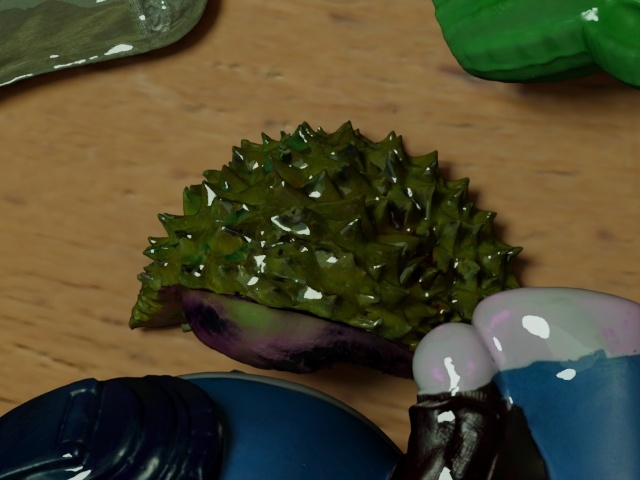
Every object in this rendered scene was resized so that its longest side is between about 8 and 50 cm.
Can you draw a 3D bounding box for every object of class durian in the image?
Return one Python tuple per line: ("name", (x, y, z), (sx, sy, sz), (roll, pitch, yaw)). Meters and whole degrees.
("durian", (-0.001, 0.001, 0.811), (0.187, 0.108, 0.119), (12, 88, 15))

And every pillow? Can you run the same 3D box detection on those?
("pillow", (-0.165, -0.128, 0.901), (0.218, 0.033, 0.130), (-19, 82, 11))

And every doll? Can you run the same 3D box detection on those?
("doll", (-0.004, 0.156, 0.733), (0.310, 0.284, 0.240), (-9, 41, 17))

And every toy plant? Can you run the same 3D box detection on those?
("toy plant", (0.158, -0.127, 0.768), (0.240, 0.088, 0.154), (1, 58, 34))
